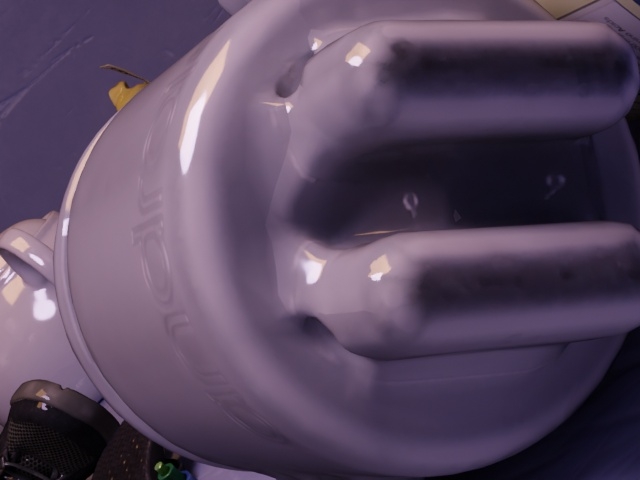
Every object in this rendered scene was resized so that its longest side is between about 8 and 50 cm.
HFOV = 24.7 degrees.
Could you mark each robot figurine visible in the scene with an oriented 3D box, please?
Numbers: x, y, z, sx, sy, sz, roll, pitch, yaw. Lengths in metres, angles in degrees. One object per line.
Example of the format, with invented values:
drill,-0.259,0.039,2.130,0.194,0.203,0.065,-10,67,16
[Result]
robot figurine,0.000,0.000,0.634,0.353,0.200,0.300,159,110,-66

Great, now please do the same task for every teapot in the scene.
teapot,-0.272,0.060,1.431,0.256,0.187,0.252,-40,15,26

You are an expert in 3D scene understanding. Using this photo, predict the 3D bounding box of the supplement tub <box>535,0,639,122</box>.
supplement tub,0.131,-0.171,0.688,0.235,0.235,0.325,-52,14,-20

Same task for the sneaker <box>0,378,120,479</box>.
sneaker,-0.213,0.184,1.059,0.227,0.087,0.130,-47,17,57

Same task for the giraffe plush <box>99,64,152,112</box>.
giraffe plush,-0.155,-0.079,1.569,0.181,0.210,0.170,180,103,-69

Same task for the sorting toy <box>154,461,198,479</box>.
sorting toy,-0.091,0.156,0.823,0.102,0.042,0.061,4,53,55

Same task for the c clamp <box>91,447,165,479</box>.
c clamp,-0.131,0.149,1.082,0.137,0.022,0.160,-53,12,6

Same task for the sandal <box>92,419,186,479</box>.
sandal,-0.109,0.167,0.930,0.067,0.040,0.179,-50,26,14
